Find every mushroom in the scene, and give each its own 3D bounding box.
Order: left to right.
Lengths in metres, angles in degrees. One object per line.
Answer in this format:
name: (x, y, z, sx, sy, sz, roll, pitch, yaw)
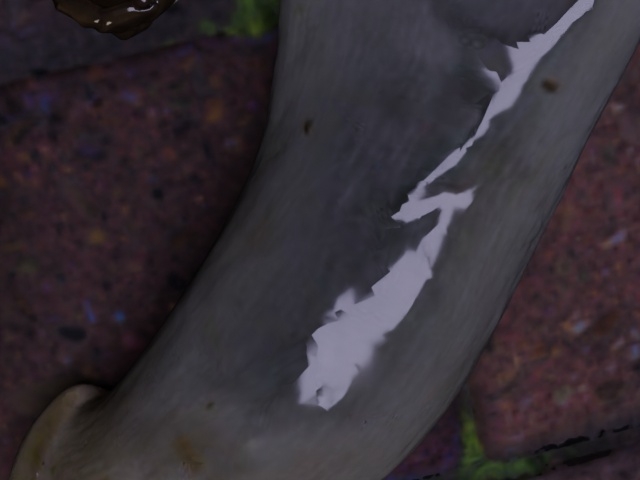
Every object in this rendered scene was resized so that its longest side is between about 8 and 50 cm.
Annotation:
mushroom: (-0.001, 0.001, 0.559, 0.177, 0.126, 0.397, 26, 99, 15)

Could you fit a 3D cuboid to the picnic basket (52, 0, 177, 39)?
picnic basket: (-0.103, -0.167, 0.505, 0.110, 0.055, 0.193, -44, 80, 4)
